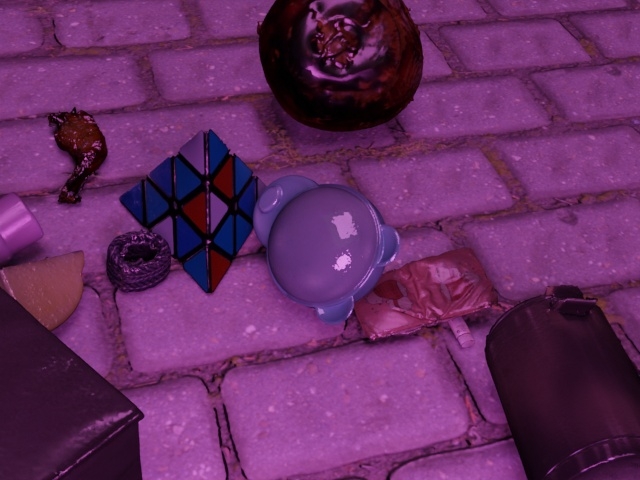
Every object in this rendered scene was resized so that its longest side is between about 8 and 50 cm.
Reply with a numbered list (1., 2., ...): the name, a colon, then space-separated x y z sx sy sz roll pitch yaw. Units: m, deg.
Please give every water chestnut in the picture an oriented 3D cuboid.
1. water chestnut: 0.034 -0.385 1.728 0.350 0.302 0.350 1 86 -11

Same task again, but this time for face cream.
1. face cream: 0.229 0.133 1.426 0.038 0.020 0.115 -9 47 -16
2. face cream: -0.590 0.028 1.354 0.274 0.096 0.154 -36 63 -20

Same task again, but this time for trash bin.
1. trash bin: 0.366 0.247 1.196 0.203 0.252 0.301 3 38 -12

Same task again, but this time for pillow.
1. pillow: 0.172 0.093 1.426 0.248 0.049 0.135 -16 49 -12

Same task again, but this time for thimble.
1. thimble: -0.305 0.034 1.402 0.095 0.066 0.104 38 49 23

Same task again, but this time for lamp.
1. lamp: -0.006 -0.004 1.408 0.209 0.147 0.284 -50 42 4

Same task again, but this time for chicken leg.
1. chicken leg: -0.456 -0.166 1.582 0.106 0.051 0.253 -10 49 -10

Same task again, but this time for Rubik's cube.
1. Rubik's cube: -0.156 -0.043 1.498 0.234 0.284 0.250 -11 72 -48

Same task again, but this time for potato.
1. potato: -0.438 0.094 1.335 0.149 0.081 0.120 -17 80 -45

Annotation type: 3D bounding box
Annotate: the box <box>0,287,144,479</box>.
1. box: -0.427 0.247 1.070 0.345 0.204 0.251 35 50 25
